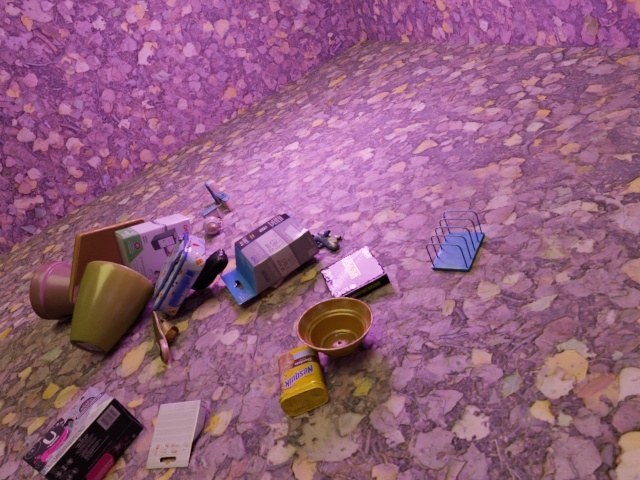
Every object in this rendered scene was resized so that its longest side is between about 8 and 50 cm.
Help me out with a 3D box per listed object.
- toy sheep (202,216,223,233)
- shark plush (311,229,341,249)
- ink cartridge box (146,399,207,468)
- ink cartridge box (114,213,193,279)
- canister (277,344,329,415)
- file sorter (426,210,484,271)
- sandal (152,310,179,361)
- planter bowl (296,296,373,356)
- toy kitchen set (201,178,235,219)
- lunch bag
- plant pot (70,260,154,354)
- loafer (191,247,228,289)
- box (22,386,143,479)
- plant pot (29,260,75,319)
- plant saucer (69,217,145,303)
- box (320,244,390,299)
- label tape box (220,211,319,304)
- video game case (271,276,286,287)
[{"bbox_3d":[-0.501,-0.070,2.305,0.091,0.091,0.132,-34,19,-11],"label":"toy sheep"},{"bbox_3d":[0.000,0.000,1.867,0.161,0.073,0.067,5,74,34],"label":"shark plush"},{"bbox_3d":[-0.400,0.546,1.399,0.146,0.045,0.179,-13,53,20],"label":"ink cartridge box"},{"bbox_3d":[-0.682,0.028,2.094,0.289,0.210,0.122,-22,26,-34],"label":"ink cartridge box"},{"bbox_3d":[-0.052,0.372,1.348,0.126,0.073,0.169,-24,30,4],"label":"canister"},{"bbox_3d":[0.410,-0.002,1.519,0.118,0.104,0.170,2,41,37],"label":"file sorter"},{"bbox_3d":[-0.542,0.337,1.777,0.079,0.088,0.240,-5,31,-25],"label":"sandal"},{"bbox_3d":[0.047,0.262,1.402,0.218,0.090,0.217,-10,31,6],"label":"planter bowl"},{"bbox_3d":[-0.546,-0.192,2.473,0.166,0.122,0.207,-37,33,-16],"label":"toy kitchen set"},{"bbox_3d":[-0.537,0.124,1.898,0.303,0.115,0.243,-58,24,18],"label":"lunch bag"},{"bbox_3d":[-0.825,0.273,1.910,0.275,0.274,0.293,-7,52,29],"label":"plant pot"},{"bbox_3d":[-0.436,0.115,1.940,0.223,0.076,0.078,-41,45,27],"label":"loafer"},{"bbox_3d":[-0.671,0.573,1.421,0.142,0.163,0.247,4,43,37],"label":"box"},{"bbox_3d":[-1.088,0.219,2.192,0.230,0.262,0.263,0,38,9],"label":"plant pot"},{"bbox_3d":[-0.910,0.065,2.089,0.081,0.332,0.333,29,25,19],"label":"plant saucer"},{"bbox_3d":[0.108,0.115,1.628,0.184,0.045,0.190,-29,32,1],"label":"box"},{"bbox_3d":[-0.211,0.055,1.845,0.348,0.115,0.249,-32,31,-12],"label":"label tape box"},{"bbox_3d":[-0.179,0.113,1.862,0.157,0.019,0.143,6,44,42],"label":"video game case"}]
